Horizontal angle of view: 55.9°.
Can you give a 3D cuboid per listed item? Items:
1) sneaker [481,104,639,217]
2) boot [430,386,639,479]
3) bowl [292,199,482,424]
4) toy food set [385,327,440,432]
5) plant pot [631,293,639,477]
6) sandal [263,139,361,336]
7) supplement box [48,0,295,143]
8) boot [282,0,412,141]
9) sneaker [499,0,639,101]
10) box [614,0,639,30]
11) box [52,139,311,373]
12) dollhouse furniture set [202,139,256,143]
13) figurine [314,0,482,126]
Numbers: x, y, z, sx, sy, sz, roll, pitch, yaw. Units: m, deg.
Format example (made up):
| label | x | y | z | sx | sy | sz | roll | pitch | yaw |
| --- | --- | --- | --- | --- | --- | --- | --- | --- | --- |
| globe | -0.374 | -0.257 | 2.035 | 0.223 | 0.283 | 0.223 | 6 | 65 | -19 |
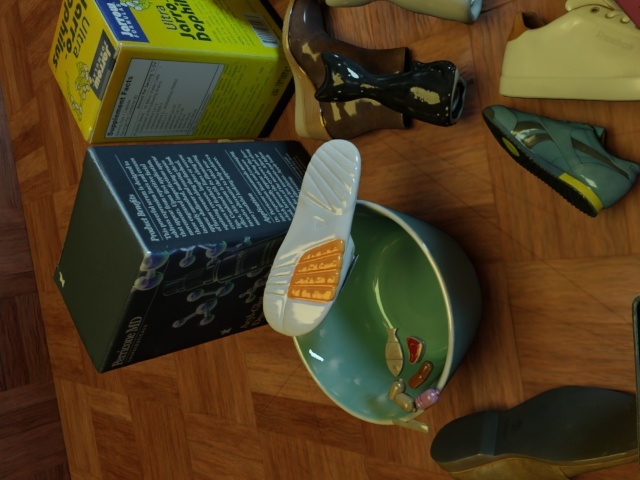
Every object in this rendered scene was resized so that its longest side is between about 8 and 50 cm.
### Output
| label | x | y | z | sx | sy | sz | roll | pitch | yaw |
| --- | --- | --- | --- | --- | --- | --- | --- | --- | --- |
| sneaker | 0.285 | -0.116 | 0.726 | 0.082 | 0.069 | 0.209 | -44 | 51 | 6 |
| boot | 0.298 | 0.275 | 0.781 | 0.305 | 0.112 | 0.115 | -28 | 107 | 42 |
| bowl | 0.107 | 0.087 | 0.875 | 0.312 | 0.163 | 0.311 | 13 | 108 | 45 |
| toy food set | 0.116 | 0.172 | 0.751 | 0.078 | 0.019 | 0.122 | 0 | 90 | 47 |
| plant pot | 0.416 | 0.129 | 0.546 | 0.188 | 0.167 | 0.187 | 1 | 99 | 48 |
| sandal | 0.009 | 0.002 | 0.800 | 0.102 | 0.076 | 0.265 | 18 | 90 | 29 |
| supplement box | -0.234 | -0.304 | 1.020 | 0.195 | 0.357 | 0.194 | 57 | 133 | 22 |
| boot | 0.047 | -0.282 | 0.946 | 0.207 | 0.090 | 0.248 | -1 | 94 | 34 |
| sneaker | 0.317 | -0.208 | 0.627 | 0.290 | 0.106 | 0.123 | 17 | 113 | 46 |
| box | 0.299 | -0.305 | 0.487 | 0.117 | 0.214 | 0.243 | -12 | 64 | 48 |
| box | -0.193 | 0.010 | 1.012 | 0.212 | 0.395 | 0.293 | 54 | 133 | 25 |
| dollhouse furniture set | -0.160 | -0.196 | 1.221 | 0.114 | 0.091 | 0.081 | 4 | 59 | 25 |
| figurine | 0.096 | -0.276 | 0.812 | 0.209 | 0.092 | 0.214 | 14 | 109 | 21 |
